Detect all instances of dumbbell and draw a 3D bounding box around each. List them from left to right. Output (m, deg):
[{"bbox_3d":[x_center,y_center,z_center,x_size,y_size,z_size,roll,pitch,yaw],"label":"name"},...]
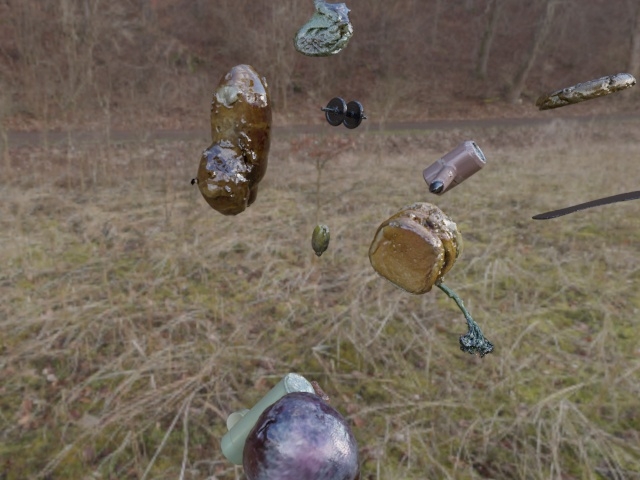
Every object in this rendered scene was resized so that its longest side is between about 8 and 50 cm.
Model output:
[{"bbox_3d":[0.057,-0.304,1.447,0.147,0.069,0.069,0,9,-43],"label":"dumbbell"}]

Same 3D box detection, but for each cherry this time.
[{"bbox_3d":[-0.026,0.340,0.957,0.195,0.195,0.195,0,12,0],"label":"cherry"}]

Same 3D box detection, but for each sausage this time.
[{"bbox_3d":[-0.008,0.466,1.862,0.036,0.042,0.158,-39,14,-8],"label":"sausage"}]

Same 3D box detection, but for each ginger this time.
[{"bbox_3d":[-0.234,-0.256,1.636,0.176,0.418,0.254,15,25,13],"label":"ginger"}]

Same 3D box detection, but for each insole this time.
[{"bbox_3d":[0.486,-0.065,1.047,0.253,0.005,0.086,-13,6,-7],"label":"insole"}]

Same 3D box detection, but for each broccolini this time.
[{"bbox_3d":[0.413,0.239,1.828,0.123,0.062,0.271,0,51,-51],"label":"broccolini"}]

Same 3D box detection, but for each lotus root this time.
[{"bbox_3d":[0.000,0.000,1.823,0.054,0.099,0.049,4,14,-20],"label":"lotus root"}]

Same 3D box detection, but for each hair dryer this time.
[{"bbox_3d":[0.395,-0.198,1.860,0.189,0.106,0.344,-34,4,28],"label":"hair dryer"}]

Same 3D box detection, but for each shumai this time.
[{"bbox_3d":[0.004,-0.628,1.781,0.184,0.141,0.184,-5,33,3],"label":"shumai"}]

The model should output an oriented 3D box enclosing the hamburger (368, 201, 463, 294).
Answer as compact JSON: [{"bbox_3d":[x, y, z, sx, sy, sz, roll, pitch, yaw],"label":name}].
[{"bbox_3d":[0.271,0.031,1.717,0.245,0.260,0.211,-22,13,38],"label":"hamburger"}]

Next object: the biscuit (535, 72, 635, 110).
[{"bbox_3d":[0.608,-0.345,1.400,0.226,0.042,0.226,-16,8,2],"label":"biscuit"}]

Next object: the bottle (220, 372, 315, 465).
[{"bbox_3d":[-0.098,0.329,1.109,0.072,0.201,0.072,35,24,-18],"label":"bottle"}]

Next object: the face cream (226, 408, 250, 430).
[{"bbox_3d":[-0.210,0.555,1.909,0.114,0.070,0.224,-10,-7,22],"label":"face cream"}]
